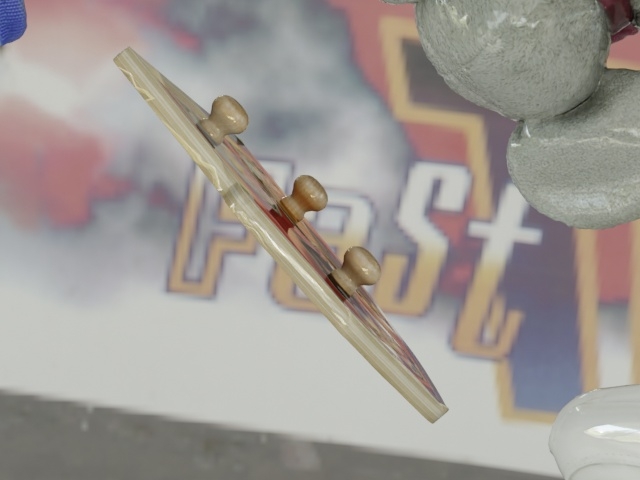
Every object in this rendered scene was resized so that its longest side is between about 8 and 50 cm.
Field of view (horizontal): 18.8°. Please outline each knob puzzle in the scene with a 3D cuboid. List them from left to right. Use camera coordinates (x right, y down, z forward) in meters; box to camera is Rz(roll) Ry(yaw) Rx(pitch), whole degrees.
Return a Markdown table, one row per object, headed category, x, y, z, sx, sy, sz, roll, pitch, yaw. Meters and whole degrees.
| category | x | y | z | sx | sy | sz | roll | pitch | yaw |
| --- | --- | --- | --- | --- | --- | --- | --- | --- | --- |
| knob puzzle | 0.000 | 0.000 | 0.868 | 0.030 | 0.213 | 0.213 | -40 | 31 | 3 |

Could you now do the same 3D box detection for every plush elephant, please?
| category | x | y | z | sx | sy | sz | roll | pitch | yaw |
| --- | --- | --- | --- | --- | --- | --- | --- | --- | --- |
| plush elephant | 0.167 | -0.164 | 1.162 | 0.255 | 0.271 | 0.330 | -28 | 8 | 14 |

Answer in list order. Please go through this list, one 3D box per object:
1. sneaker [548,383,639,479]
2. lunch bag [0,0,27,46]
| category | x | y | z | sx | sy | sz | roll | pitch | yaw |
| --- | --- | --- | --- | --- | --- | --- | --- | --- | --- |
| sneaker | 0.211 | 0.159 | 0.756 | 0.305 | 0.114 | 0.152 | 28 | 70 | 22 |
| lunch bag | -0.327 | -0.216 | 0.860 | 0.239 | 0.385 | 0.328 | 37 | 56 | 25 |
